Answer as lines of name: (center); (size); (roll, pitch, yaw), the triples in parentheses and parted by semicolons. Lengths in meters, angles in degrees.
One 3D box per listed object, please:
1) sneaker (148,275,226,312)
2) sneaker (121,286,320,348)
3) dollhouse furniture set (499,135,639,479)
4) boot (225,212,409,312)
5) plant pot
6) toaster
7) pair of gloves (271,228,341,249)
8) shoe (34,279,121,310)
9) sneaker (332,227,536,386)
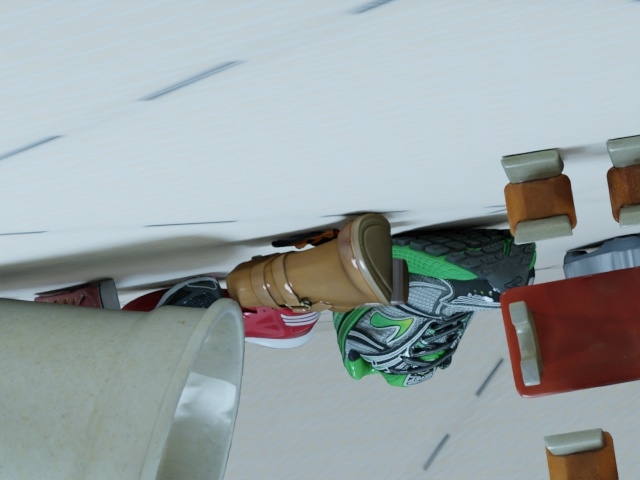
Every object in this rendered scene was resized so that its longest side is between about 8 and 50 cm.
sneaker: (-0.171, 0.106, 2.071); (0.178, 0.072, 0.077); (-34, -171, 23)
sneaker: (-0.103, 0.064, 2.126); (0.221, 0.087, 0.128); (-5, 156, -15)
dollhouse furniture set: (0.263, 0.055, 1.437); (0.259, 0.262, 0.135); (-9, 177, 9)
boot: (-0.009, 0.029, 1.726); (0.152, 0.073, 0.197); (-2, 163, 10)
plant pot: (-0.259, 0.179, 1.734); (0.306, 0.333, 0.334); (13, 178, 8)
toaster: (0.389, 0.070, 2.399); (0.129, 0.146, 0.227); (-7, 175, -20)
pair of gloves: (0.000, 0.000, 1.797); (0.074, 0.010, 0.083); (-11, 175, 27)
shoe: (-0.244, 0.079, 1.995); (0.081, 0.063, 0.178); (-13, 180, -10)
sneaker: (0.116, 0.067, 1.966); (0.134, 0.146, 0.343); (-6, 174, -22)
